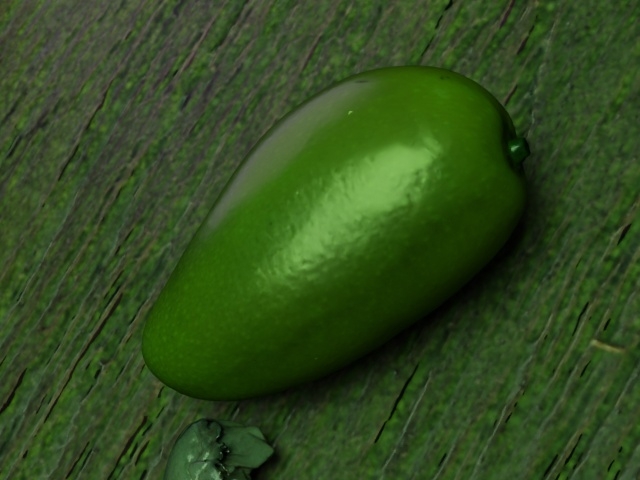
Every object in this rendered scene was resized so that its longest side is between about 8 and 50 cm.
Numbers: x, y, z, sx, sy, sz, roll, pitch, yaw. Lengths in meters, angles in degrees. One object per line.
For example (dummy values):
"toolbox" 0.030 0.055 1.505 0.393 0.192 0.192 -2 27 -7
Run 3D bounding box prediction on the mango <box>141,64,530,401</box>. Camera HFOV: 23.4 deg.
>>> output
"mango" 0.000 0.000 1.179 0.343 0.156 0.192 -37 58 9

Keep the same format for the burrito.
"burrito" -0.110 0.283 1.168 0.096 0.066 0.309 5 71 32
